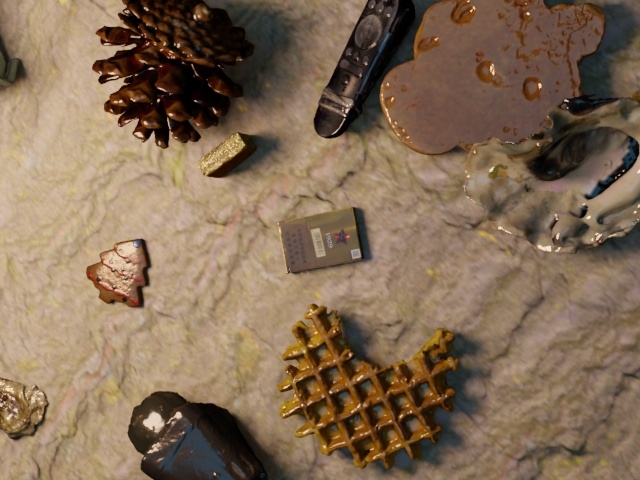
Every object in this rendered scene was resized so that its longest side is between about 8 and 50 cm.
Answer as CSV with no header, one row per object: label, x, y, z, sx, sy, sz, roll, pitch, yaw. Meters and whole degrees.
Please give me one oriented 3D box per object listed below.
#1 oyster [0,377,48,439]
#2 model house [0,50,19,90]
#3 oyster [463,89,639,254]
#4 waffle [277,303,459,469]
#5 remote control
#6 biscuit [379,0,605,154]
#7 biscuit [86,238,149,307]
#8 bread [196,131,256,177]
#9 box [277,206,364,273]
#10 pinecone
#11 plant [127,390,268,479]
oyster,-0.574,0.294,1.890,0.166,0.053,0.108,20,106,3
model house,-0.666,-0.319,1.807,0.224,0.198,0.215,-22,101,10
oyster,0.406,-0.117,1.635,0.351,0.115,0.238,-35,104,10
waffle,0.076,0.244,1.755,0.293,0.069,0.259,14,97,8
remote control,0.073,-0.283,1.736,0.090,0.066,0.266,40,106,49
biscuit,0.276,-0.273,1.699,0.376,0.051,0.269,-24,89,12
biscuit,-0.345,0.051,1.850,0.119,0.019,0.130,31,97,8
bread,-0.154,-0.140,1.768,0.090,0.094,0.035,-36,86,8
box,0.000,0.000,1.779,0.133,0.023,0.090,-12,91,11
pinecone,-0.246,-0.270,1.709,0.264,0.264,0.264,0,92,11
plant,-0.204,0.343,1.754,0.256,0.164,0.142,32,91,24
